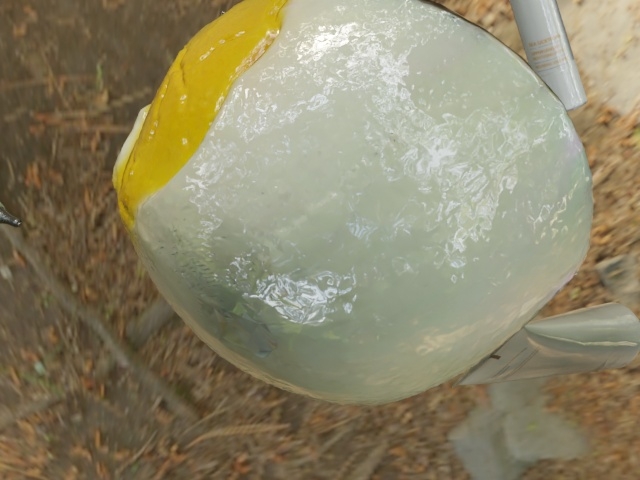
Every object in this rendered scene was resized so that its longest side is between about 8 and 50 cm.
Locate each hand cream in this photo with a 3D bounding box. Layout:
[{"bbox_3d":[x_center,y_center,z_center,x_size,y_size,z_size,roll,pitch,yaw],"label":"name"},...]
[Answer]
[{"bbox_3d":[0.191,0.083,1.313,0.186,0.087,0.054,-5,58,-43],"label":"hand cream"}]

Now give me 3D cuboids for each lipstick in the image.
[{"bbox_3d":[0.190,-0.179,1.406,0.040,0.040,0.141,-21,100,-10],"label":"lipstick"}]

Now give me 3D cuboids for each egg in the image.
[{"bbox_3d":[0.000,0.000,1.108,0.337,0.337,0.201,37,53,0],"label":"egg"}]

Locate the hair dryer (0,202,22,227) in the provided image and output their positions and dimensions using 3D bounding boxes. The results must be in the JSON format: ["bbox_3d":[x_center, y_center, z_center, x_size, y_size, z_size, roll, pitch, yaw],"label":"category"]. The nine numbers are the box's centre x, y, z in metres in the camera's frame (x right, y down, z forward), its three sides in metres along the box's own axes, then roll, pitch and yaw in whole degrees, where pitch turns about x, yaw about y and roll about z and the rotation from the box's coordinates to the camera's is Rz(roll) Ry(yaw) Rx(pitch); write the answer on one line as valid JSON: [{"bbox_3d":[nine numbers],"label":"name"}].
[{"bbox_3d":[-0.266,-0.032,1.207,0.071,0.150,0.047,-31,125,-40],"label":"hair dryer"}]
